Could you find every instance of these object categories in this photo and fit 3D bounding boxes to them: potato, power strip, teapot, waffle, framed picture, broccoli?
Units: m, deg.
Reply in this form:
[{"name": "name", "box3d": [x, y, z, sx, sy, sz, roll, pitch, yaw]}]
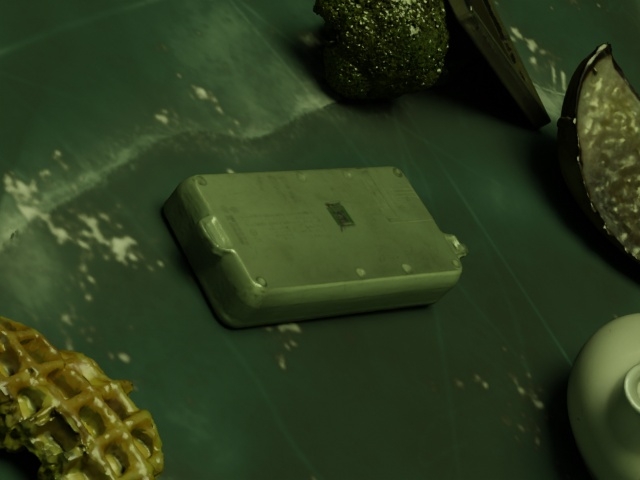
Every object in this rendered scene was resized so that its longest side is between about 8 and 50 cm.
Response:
[{"name": "potato", "box3d": [0.279, -0.046, 1.843, 0.120, 0.100, 0.261, -40, 102, -17]}, {"name": "power strip", "box3d": [0.000, 0.000, 1.527, 0.270, 0.046, 0.118, -5, 55, -46]}, {"name": "teapot", "box3d": [0.303, 0.143, 1.605, 0.298, 0.139, 0.204, -8, 57, -48]}, {"name": "waffle", "box3d": [-0.180, 0.115, 1.225, 0.194, 0.051, 0.149, 33, 35, -16]}, {"name": "framed picture", "box3d": [0.117, -0.274, 1.857, 0.232, 0.024, 0.315, 44, 22, -57]}, {"name": "broccoli", "box3d": [0.052, -0.180, 1.714, 0.131, 0.130, 0.120, -31, 32, -28]}]
